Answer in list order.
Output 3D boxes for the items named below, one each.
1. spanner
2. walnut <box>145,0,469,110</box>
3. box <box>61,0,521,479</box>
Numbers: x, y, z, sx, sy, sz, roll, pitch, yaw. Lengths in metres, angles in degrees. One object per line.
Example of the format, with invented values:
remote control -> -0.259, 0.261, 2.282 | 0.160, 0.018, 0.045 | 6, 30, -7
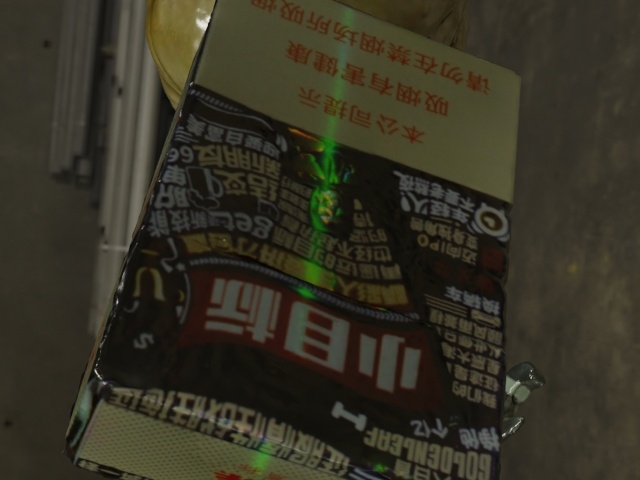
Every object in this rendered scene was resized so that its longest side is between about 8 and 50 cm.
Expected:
spanner -> 0.103, 0.221, 1.149 | 0.316, 0.024, 0.087 | -46, 12, 35
walnut -> -0.002, -0.187, 0.958 | 0.227, 0.283, 0.283 | 140, 135, -67
box -> 0.000, 0.000, 0.657 | 0.084, 0.198, 0.310 | 122, 164, -48
